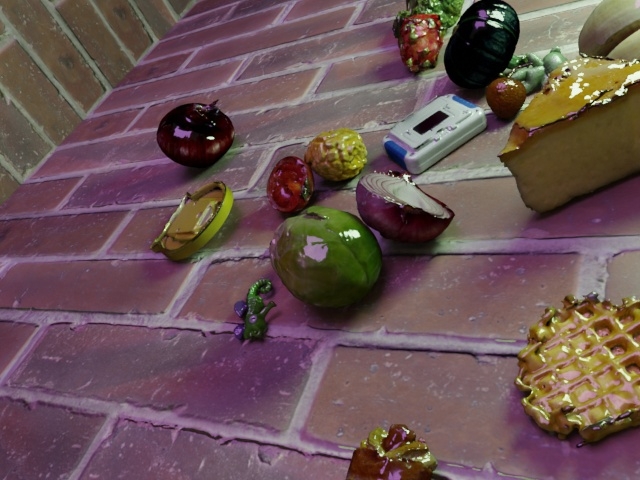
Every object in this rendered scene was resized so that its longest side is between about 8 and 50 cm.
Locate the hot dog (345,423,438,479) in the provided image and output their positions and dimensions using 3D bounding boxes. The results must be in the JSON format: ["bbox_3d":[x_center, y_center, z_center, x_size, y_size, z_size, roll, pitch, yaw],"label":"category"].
[{"bbox_3d":[0.097,0.390,0.920,0.146,0.103,0.213,0,48,33],"label":"hot dog"}]

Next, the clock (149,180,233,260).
[{"bbox_3d":[-0.370,-0.055,1.763,0.293,0.071,0.277,4,57,52],"label":"clock"}]

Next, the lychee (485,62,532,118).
[{"bbox_3d":[0.490,-0.387,1.533,0.114,0.101,0.140,6,59,-4],"label":"lychee"}]

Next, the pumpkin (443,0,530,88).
[{"bbox_3d":[0.478,-0.535,1.642,0.248,0.248,0.248,-19,39,16],"label":"pumpkin"}]

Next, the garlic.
[{"bbox_3d":[0.783,-0.476,1.380,0.313,0.286,0.249,-4,0,23],"label":"garlic"}]

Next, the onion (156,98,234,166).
[{"bbox_3d":[-0.428,-0.390,2.023,0.273,0.285,0.273,8,48,-8],"label":"onion"}]

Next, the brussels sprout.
[{"bbox_3d":[0.012,0.036,1.279,0.244,0.244,0.244,-19,39,16],"label":"brussels sprout"}]

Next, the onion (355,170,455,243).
[{"bbox_3d":[0.184,-0.077,1.359,0.227,0.120,0.283,23,24,0],"label":"onion"}]

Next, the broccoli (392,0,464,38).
[{"bbox_3d":[0.366,-0.805,2.043,0.254,0.186,0.302,-64,30,23],"label":"broccoli"}]

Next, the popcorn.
[{"bbox_3d":[0.043,-0.244,1.638,0.180,0.170,0.180,7,55,-10],"label":"popcorn"}]

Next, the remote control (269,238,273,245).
[{"bbox_3d":[-0.066,-0.018,1.555,0.152,0.027,0.043,-29,34,-1],"label":"remote control"}]

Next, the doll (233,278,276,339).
[{"bbox_3d":[-0.153,0.161,1.394,0.115,0.050,0.190,-26,35,13],"label":"doll"}]

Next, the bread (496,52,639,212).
[{"bbox_3d":[0.566,-0.204,1.164,0.279,0.248,0.315,12,58,44],"label":"bread"}]

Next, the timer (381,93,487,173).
[{"bbox_3d":[0.302,-0.297,1.579,0.253,0.078,0.178,-35,38,-6],"label":"timer"}]

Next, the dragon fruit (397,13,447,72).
[{"bbox_3d":[0.326,-0.631,1.880,0.160,0.172,0.166,-10,14,-41],"label":"dragon fruit"}]

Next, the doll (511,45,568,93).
[{"bbox_3d":[0.584,-0.444,1.559,0.150,0.077,0.115,-22,82,19],"label":"doll"}]

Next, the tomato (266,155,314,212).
[{"bbox_3d":[-0.071,-0.153,1.642,0.139,0.091,0.159,18,97,34],"label":"tomato"}]

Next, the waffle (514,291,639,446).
[{"bbox_3d":[0.452,0.194,0.936,0.262,0.060,0.280,6,51,39],"label":"waffle"}]
